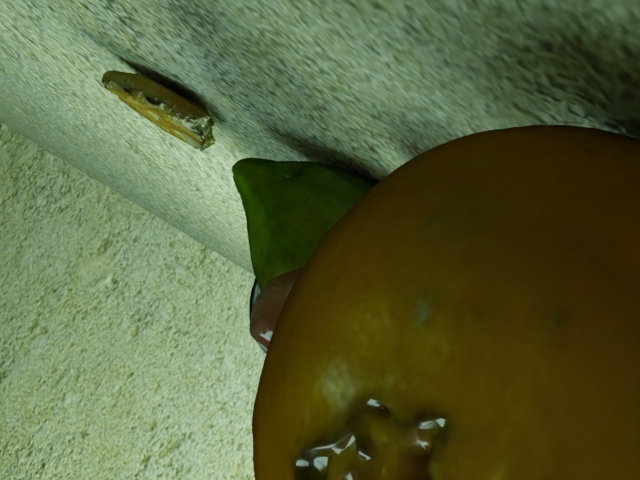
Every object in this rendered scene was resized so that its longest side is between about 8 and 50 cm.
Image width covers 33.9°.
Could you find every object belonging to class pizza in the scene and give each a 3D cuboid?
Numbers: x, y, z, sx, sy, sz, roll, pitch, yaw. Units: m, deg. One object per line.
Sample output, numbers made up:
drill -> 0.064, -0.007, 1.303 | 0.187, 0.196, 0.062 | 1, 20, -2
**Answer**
pizza -> -0.164, -0.143, 1.122 | 0.160, 0.035, 0.099 | 28, 171, 34

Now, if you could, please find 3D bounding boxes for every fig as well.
fig -> 0.016, 0.001, 0.966 | 0.167, 0.167, 0.233 | 81, 168, -80

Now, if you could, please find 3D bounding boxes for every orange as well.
orange -> 0.115, 0.097, 0.520 | 0.312, 0.312, 0.312 | 32, 172, 5

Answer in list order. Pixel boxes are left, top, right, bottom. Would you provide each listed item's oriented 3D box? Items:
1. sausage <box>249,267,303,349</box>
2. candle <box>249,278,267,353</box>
sausage -> 0.148, 0.087, 0.720 | 0.419, 0.094, 0.094 | 13, 140, 19
candle -> 0.082, 0.108, 1.162 | 0.330, 0.187, 0.187 | 26, 169, 38
